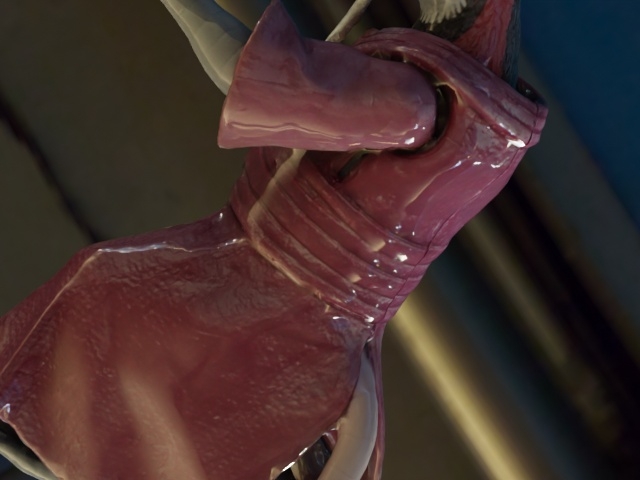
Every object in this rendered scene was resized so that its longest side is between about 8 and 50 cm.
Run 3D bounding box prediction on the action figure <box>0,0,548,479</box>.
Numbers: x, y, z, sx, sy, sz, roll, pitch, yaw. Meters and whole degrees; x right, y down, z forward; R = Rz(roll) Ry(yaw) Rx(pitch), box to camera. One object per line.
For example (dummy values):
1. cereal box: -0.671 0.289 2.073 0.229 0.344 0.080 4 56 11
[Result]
1. action figure: 0.000 0.000 0.915 0.276 0.248 0.370 49 -67 27
